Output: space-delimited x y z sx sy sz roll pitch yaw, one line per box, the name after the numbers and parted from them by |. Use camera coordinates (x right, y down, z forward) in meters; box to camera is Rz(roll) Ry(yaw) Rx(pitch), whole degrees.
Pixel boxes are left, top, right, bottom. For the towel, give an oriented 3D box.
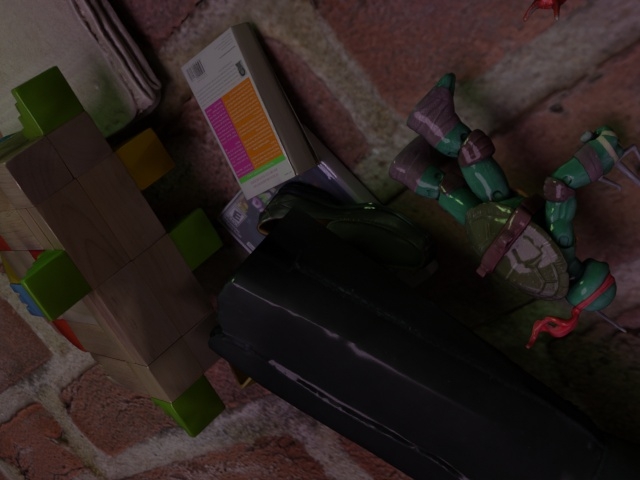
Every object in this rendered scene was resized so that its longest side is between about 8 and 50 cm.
-0.293 -0.184 0.900 0.282 0.049 0.187 -15 111 44 | towel

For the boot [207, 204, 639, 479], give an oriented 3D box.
0.091 0.198 0.769 0.445 0.146 0.367 29 138 1 | boot

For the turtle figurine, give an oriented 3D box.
0.164 -0.018 0.646 0.234 0.118 0.175 41 137 12 | turtle figurine

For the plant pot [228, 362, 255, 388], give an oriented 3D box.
-0.054 0.100 0.902 0.081 0.083 0.081 -51 60 46 | plant pot

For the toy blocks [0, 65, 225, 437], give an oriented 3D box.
-0.264 0.021 0.906 0.261 0.191 0.381 -1 125 52 | toy blocks

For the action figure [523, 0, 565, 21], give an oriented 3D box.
0.084 -0.208 0.547 0.281 0.139 0.091 5 124 30 | action figure

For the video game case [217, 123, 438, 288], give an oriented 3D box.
0.000 0.000 0.839 0.190 0.022 0.173 46 136 -1 | video game case

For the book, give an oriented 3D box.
-0.071 -0.117 0.778 0.096 0.035 0.144 -20 97 49 | book

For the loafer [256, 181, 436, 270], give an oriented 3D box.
0.021 -0.002 0.762 0.170 0.061 0.062 15 128 26 | loafer
